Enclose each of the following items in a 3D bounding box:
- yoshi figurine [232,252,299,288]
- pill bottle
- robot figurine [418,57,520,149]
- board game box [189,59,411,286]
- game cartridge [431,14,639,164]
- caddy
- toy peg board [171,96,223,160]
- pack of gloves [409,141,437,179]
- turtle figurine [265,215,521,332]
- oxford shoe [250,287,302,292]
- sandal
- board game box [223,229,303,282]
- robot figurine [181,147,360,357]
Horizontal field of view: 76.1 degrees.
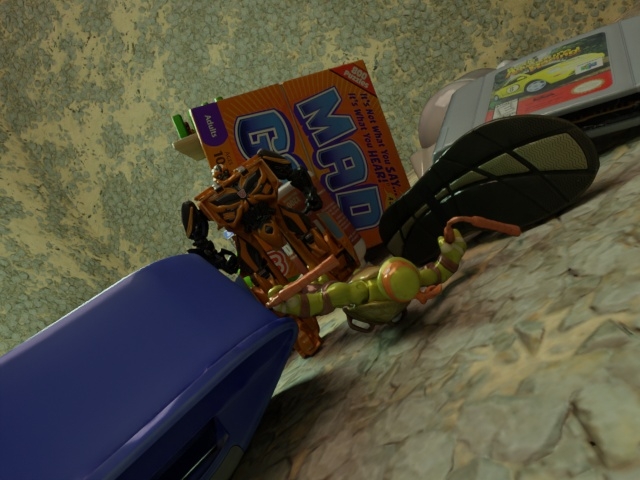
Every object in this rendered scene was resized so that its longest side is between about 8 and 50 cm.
[{"bbox_3d":[-0.210,0.132,1.227,0.362,0.204,0.203,-37,5,43],"label":"yoshi figurine"},{"bbox_3d":[0.000,0.000,0.698,0.121,0.216,0.121,-38,3,2],"label":"pill bottle"},{"bbox_3d":[0.350,-0.275,0.934,0.353,0.199,0.300,-41,-18,-46],"label":"robot figurine"},{"bbox_3d":[-0.047,-0.122,0.942,0.356,0.357,0.356,-21,0,-11],"label":"board game box"},{"bbox_3d":[0.304,-0.195,0.543,0.294,0.060,0.196,-12,35,38],"label":"game cartridge"},{"bbox_3d":[-0.163,0.178,0.390,0.341,0.179,0.241,-40,-20,-33],"label":"caddy"},{"bbox_3d":[-0.265,-0.271,0.991,0.161,0.079,0.160,-21,0,3],"label":"toy peg board"},{"bbox_3d":[0.230,-0.132,0.616,0.195,0.046,0.232,-36,34,25],"label":"pack of gloves"},{"bbox_3d":[0.067,0.051,0.449,0.269,0.087,0.217,-17,-7,-17],"label":"turtle figurine"},{"bbox_3d":[-0.170,0.171,0.930,0.169,0.130,0.449,-36,4,-31],"label":"oxford shoe"},{"bbox_3d":[0.185,-0.058,0.514,0.086,0.120,0.302,-23,-5,-33],"label":"sandal"},{"bbox_3d":[-0.138,0.008,1.391,0.232,0.291,0.141,-35,4,22],"label":"board game box"},{"bbox_3d":[-0.059,0.007,0.584,0.211,0.291,0.085,-39,4,-12],"label":"robot figurine"}]
